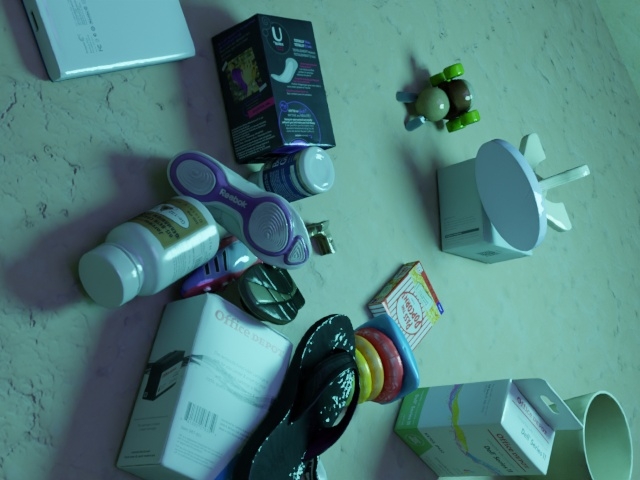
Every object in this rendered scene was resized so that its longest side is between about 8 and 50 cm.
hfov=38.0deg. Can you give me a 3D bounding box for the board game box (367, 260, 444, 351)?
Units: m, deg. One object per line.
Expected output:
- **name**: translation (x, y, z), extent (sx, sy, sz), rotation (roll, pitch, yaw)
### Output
- **board game box**: translation (0.201, 0.158, 2.156), extent (0.193, 0.045, 0.146), rotation (-44, 112, -45)

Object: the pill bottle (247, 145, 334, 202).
- **pill bottle**: translation (-0.063, -0.122, 1.844), extent (0.094, 0.169, 0.094), rotation (18, 65, -45)

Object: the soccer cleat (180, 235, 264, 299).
- **soccer cleat**: translation (-0.183, 0.042, 1.743), extent (0.248, 0.083, 0.095), rotation (-27, 79, -47)

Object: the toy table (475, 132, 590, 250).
- **toy table**: translation (0.503, -0.127, 2.240), extent (0.161, 0.252, 0.274), rotation (-21, 102, -33)

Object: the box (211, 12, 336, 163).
- **box**: translation (-0.094, -0.301, 1.881), extent (0.165, 0.143, 0.270), rotation (-5, 83, -48)

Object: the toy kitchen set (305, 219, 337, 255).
- **toy kitchen set**: translation (0.000, 0.000, 1.958), extent (0.083, 0.068, 0.075), rotation (-28, 100, -48)

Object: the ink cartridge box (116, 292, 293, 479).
- **ink cartridge box**: translation (-0.192, 0.279, 1.613), extent (0.223, 0.129, 0.307), rotation (36, 54, -36)

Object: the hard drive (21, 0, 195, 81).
- **hard drive**: translation (-0.380, -0.410, 1.670), extent (0.319, 0.040, 0.210), rotation (-24, 97, -49)

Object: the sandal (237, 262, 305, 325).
- **sandal**: translation (-0.099, 0.111, 1.748), extent (0.120, 0.086, 0.303), rotation (65, 8, 7)

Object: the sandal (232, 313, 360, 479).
- **sandal**: translation (-0.005, 0.309, 1.654), extent (0.167, 0.107, 0.445), rotation (64, 37, -30)

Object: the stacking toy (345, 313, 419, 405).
- **stacking toy**: translation (0.033, 0.278, 1.871), extent (0.302, 0.166, 0.175), rotation (-15, 75, -39)

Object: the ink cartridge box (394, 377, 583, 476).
- **ink cartridge box**: translation (0.366, 0.414, 2.031), extent (0.207, 0.354, 0.119), rotation (48, 48, -28)

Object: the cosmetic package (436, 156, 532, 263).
- **cosmetic package**: translation (0.423, -0.073, 2.402), extent (0.224, 0.138, 0.224), rotation (14, 69, -45)

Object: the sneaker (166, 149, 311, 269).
- **sneaker**: translation (-0.139, -0.064, 1.714), extent (0.305, 0.152, 0.114), rotation (39, 92, -4)

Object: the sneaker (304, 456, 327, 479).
- **sneaker**: translation (-0.011, 0.455, 1.843), extent (0.044, 0.040, 0.109), rotation (-9, 89, -66)

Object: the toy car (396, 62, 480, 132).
- **toy car**: translation (0.285, -0.345, 2.367), extent (0.189, 0.149, 0.155), rotation (-19, 90, -21)

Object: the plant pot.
- **plant pot**: translation (0.592, 0.514, 2.318), extent (0.257, 0.274, 0.256), rotation (17, 67, -46)

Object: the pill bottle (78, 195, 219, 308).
- **pill bottle**: translation (-0.291, 0.021, 1.576), extent (0.229, 0.131, 0.131), rotation (-35, 105, -47)
